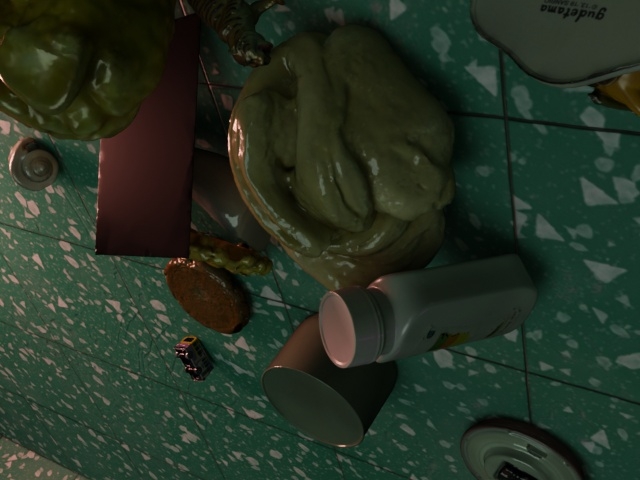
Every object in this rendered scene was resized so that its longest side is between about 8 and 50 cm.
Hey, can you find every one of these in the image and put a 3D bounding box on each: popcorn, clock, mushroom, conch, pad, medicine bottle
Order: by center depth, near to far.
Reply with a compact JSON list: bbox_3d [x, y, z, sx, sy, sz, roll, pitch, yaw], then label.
[{"bbox_3d":[-0.312,-0.302,1.087,0.292,0.293,0.334,11,102,18],"label":"popcorn"},{"bbox_3d":[0.151,0.100,1.121,0.161,0.296,0.111,-59,44,49],"label":"medicine bottle"},{"bbox_3d":[-0.276,-0.157,1.251,0.248,0.007,0.367,0,87,41],"label":"pad"},{"bbox_3d":[-0.226,-0.106,1.372,0.329,0.122,0.159,33,139,10],"label":"mushroom"},{"bbox_3d":[0.375,0.426,1.479,0.244,0.056,0.244,24,142,20],"label":"clock"},{"bbox_3d":[-0.623,-0.164,1.707,0.104,0.094,0.176,44,173,-29],"label":"conch"}]

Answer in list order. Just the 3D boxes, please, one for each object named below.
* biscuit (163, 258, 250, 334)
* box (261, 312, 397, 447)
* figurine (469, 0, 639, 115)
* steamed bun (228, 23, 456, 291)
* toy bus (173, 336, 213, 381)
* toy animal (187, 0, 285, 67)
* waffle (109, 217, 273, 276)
[{"bbox_3d":[-0.239,0.112,1.682,0.226,0.042,0.226,25,143,21],"label":"biscuit"},{"bbox_3d":[0.019,0.270,1.537,0.226,0.149,0.226,23,141,20],"label":"box"},{"bbox_3d":[0.293,-0.219,0.842,0.141,0.166,0.250,24,-168,-47],"label":"figurine"},{"bbox_3d":[0.022,-0.088,1.093,0.325,0.230,0.372,24,140,14],"label":"steamed bun"},{"bbox_3d":[-0.302,0.284,1.907,0.052,0.058,0.102,-2,123,43],"label":"toy bus"},{"bbox_3d":[-0.126,-0.320,1.044,0.241,0.099,0.057,48,-167,28],"label":"toy animal"},{"bbox_3d":[-0.236,0.004,1.435,0.312,0.060,0.307,19,179,-1],"label":"waffle"}]
